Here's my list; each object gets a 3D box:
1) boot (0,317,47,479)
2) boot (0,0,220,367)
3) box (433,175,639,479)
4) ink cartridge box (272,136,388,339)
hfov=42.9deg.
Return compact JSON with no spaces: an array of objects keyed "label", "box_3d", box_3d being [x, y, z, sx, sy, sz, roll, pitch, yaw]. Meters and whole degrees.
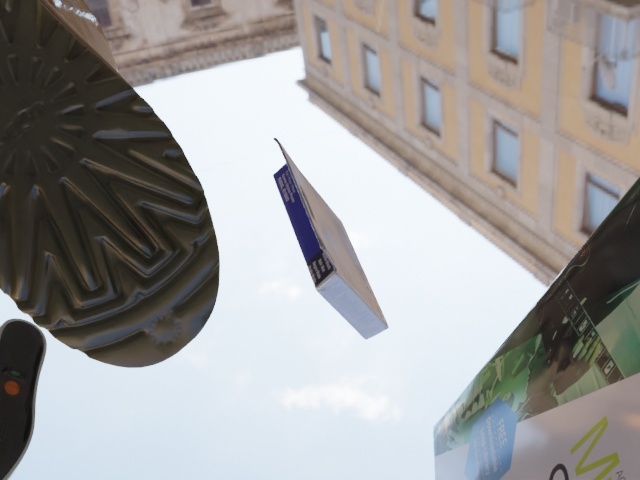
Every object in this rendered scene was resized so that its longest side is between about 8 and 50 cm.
[{"label":"boot","box_3d":[-0.416,0.233,0.976,0.176,0.088,0.244,-41,-150,30]},{"label":"boot","box_3d":[-0.134,-0.076,0.434,0.089,0.236,0.269,-30,-166,-2]},{"label":"box","box_3d":[0.160,0.091,0.395,0.058,0.322,0.232,23,-147,-13]},{"label":"ink cartridge box","box_3d":[0.000,0.000,1.119,0.045,0.224,0.223,-30,-132,8]}]
